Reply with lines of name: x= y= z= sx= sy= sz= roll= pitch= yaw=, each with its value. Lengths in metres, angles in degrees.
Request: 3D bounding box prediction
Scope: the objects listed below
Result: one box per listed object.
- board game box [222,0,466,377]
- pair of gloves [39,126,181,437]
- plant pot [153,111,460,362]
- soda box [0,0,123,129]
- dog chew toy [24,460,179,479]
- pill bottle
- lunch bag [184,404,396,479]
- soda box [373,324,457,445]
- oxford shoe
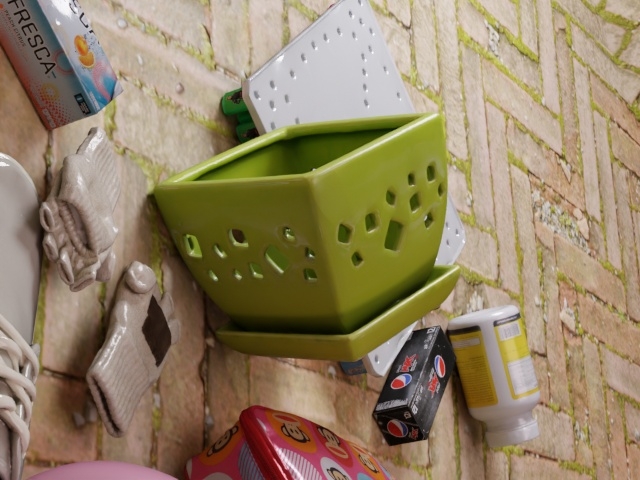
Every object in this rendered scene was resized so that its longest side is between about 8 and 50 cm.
board game box: x=0.043 y=-0.082 z=1.795 sx=0.390 sy=0.050 sz=0.390 roll=65 pitch=31 yaw=-17
pair of gloves: x=-0.185 y=0.030 z=1.288 sx=0.204 sy=0.042 sz=0.240 roll=-74 pitch=150 yaw=-68
plant pot: x=0.000 y=0.000 z=1.475 sx=0.228 sy=0.227 sz=0.207 roll=-30 pitch=111 yaw=-44
soda box: x=-0.255 y=-0.198 z=1.304 sx=0.183 sy=0.063 sz=0.058 roll=64 pitch=31 yaw=-20
dog chew toy: x=-0.139 y=0.263 z=0.974 sx=0.332 sy=0.207 sz=0.206 roll=89 pitch=-5 yaw=-75
pill bottle: x=0.245 y=0.188 z=1.973 sx=0.103 sy=0.103 sz=0.184 roll=-13 pitch=89 yaw=-61
lunch bag: x=0.018 y=0.305 z=1.399 sx=0.293 sy=0.120 sz=0.258 roll=32 pitch=19 yaw=-52
soda box: x=0.121 y=0.183 z=1.808 sx=0.060 sy=0.053 sz=0.169 roll=62 pitch=32 yaw=-24
oxford shoe: x=-0.269 y=0.116 z=1.072 sx=0.169 sy=0.130 sz=0.449 roll=47 pitch=38 yaw=-39
